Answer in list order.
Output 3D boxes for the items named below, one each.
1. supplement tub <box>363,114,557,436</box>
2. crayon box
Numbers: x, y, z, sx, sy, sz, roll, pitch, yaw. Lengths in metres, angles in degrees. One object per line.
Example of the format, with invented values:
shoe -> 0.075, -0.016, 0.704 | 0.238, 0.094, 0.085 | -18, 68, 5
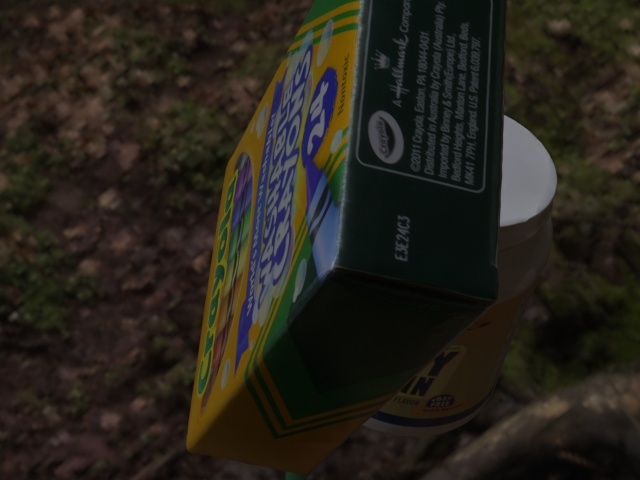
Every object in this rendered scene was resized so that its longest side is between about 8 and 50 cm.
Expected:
supplement tub -> 0.112, 0.031, 1.480 | 0.228, 0.228, 0.316 | -50, -19, -44
crayon box -> 0.000, 0.000, 0.779 | 0.323, 0.083, 0.203 | 125, 155, -59
